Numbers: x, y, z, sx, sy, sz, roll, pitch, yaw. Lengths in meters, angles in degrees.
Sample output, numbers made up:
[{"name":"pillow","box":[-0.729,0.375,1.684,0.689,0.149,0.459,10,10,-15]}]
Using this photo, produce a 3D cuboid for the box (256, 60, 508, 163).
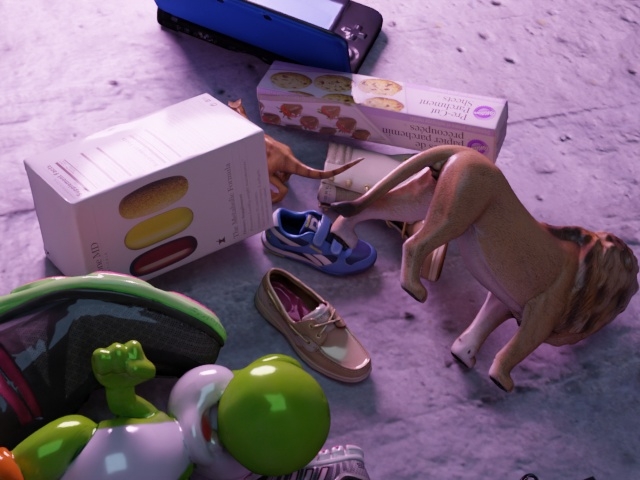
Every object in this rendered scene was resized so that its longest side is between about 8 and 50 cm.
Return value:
[{"name":"box","box":[0.078,-0.168,1.571,0.324,0.063,0.067,13,49,18]}]

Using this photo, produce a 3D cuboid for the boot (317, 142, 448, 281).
[{"name":"boot","box":[0.077,-0.040,1.508,0.165,0.077,0.213,8,44,-6]}]

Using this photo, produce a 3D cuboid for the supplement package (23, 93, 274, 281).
[{"name":"supplement package","box":[-0.195,-0.053,1.406,0.244,0.139,0.134,-25,38,-26]}]

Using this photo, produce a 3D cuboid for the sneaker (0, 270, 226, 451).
[{"name":"sneaker","box":[-0.330,0.158,1.236,0.483,0.185,0.202,-10,72,-14]}]

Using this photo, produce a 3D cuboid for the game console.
[{"name":"game console","box":[-0.070,-0.334,1.654,0.293,0.173,0.250,22,51,6]}]

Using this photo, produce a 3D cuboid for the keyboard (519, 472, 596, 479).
[{"name":"keyboard","box":[0.231,0.303,1.300,0.180,0.023,0.108,-17,57,-24]}]

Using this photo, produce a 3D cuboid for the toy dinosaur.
[{"name":"toy dinosaur","box":[-0.048,-0.098,1.503,0.211,0.112,0.064,34,55,24]}]

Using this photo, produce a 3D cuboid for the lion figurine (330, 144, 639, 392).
[{"name":"lion figurine","box":[0.200,0.005,1.371,0.240,0.392,0.142,-49,31,-8]}]

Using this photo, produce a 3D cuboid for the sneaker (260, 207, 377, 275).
[{"name":"sneaker","box":[0.000,0.000,1.473,0.144,0.059,0.053,14,49,-1]}]

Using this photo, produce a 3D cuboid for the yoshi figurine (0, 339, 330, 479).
[{"name":"yoshi figurine","box":[-0.136,0.200,1.142,0.362,0.203,0.203,-25,45,-32]}]

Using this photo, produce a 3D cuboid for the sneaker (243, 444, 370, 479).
[{"name":"sneaker","box":[-0.017,0.267,1.252,0.170,0.063,0.074,-13,49,-26]}]

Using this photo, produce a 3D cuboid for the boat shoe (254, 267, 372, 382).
[{"name":"boat shoe","box":[-0.009,0.095,1.395,0.170,0.059,0.063,38,54,19]}]
